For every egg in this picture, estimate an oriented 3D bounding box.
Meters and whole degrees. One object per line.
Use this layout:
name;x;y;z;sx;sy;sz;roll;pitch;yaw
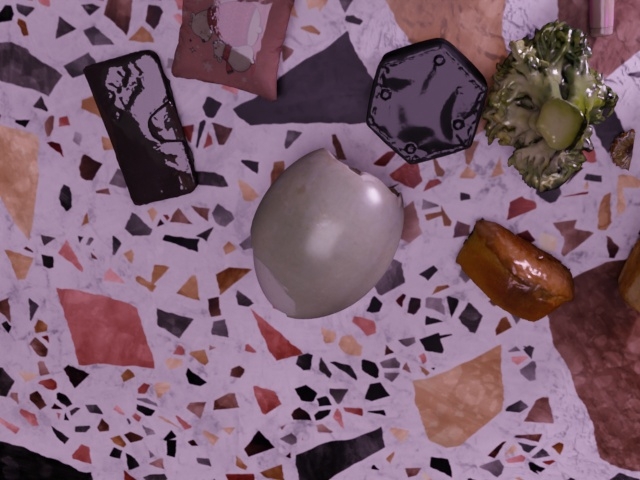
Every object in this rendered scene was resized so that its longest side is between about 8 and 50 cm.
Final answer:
egg;0.000;0.000;1.402;0.278;0.278;0.336;32;102;-4

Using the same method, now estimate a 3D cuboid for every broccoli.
broccoli;0.401;-0.226;1.287;0.248;0.245;0.288;-29;98;26

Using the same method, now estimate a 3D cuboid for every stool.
stool;0.199;-0.264;1.354;0.232;0.141;0.232;2;109;7

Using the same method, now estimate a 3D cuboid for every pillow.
pillow;-0.167;-0.401;1.387;0.223;0.084;0.236;16;114;1

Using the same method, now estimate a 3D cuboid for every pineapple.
pineapple;0.585;-0.176;1.398;0.045;0.019;0.083;4;113;3

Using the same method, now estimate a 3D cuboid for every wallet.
wallet;-0.369;-0.230;1.500;0.165;0.042;0.309;-11;108;13

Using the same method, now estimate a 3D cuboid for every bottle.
bottle;0.510;-0.420;1.307;0.045;0.045;0.096;-4;110;9

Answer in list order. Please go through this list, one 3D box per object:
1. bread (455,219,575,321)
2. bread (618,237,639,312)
bread;0.402;0.077;1.453;0.260;0.134;0.129;32;112;-4
bread;0.690;0.013;1.372;0.132;0.167;0.294;19;111;1
